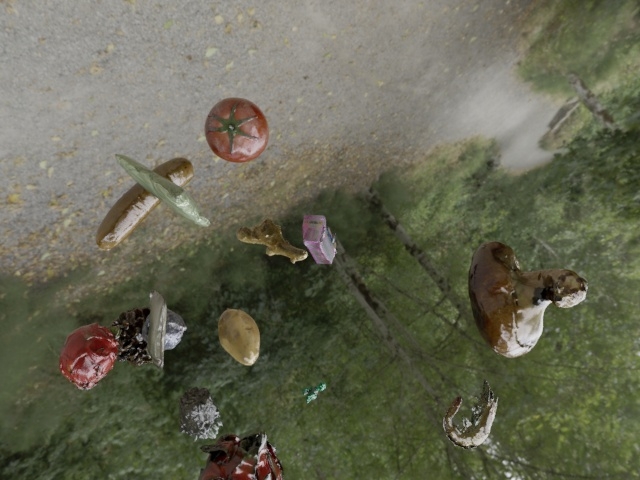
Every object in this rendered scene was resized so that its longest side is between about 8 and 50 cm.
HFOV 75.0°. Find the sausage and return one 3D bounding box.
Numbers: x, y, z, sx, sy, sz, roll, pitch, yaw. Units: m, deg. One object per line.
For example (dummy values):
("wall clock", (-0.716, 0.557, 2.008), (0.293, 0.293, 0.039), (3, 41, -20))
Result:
("sausage", (-0.726, -0.167, 1.706), (0.501, 0.123, 0.136), (-48, 136, -16))

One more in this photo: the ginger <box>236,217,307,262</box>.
("ginger", (-0.205, 0.001, 1.816), (0.148, 0.333, 0.081), (-59, 170, -5))

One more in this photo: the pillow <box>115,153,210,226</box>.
("pillow", (-0.518, -0.168, 1.404), (0.076, 0.280, 0.274), (-54, 165, -11))

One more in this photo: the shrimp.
("shrimp", (0.506, 0.593, 1.426), (0.058, 0.173, 0.253), (-62, 159, -82))

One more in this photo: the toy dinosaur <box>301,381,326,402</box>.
("toy dinosaur", (-0.023, 0.635, 1.750), (0.096, 0.059, 0.132), (-14, 146, -22))

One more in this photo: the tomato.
("tomato", (-0.343, -0.452, 1.728), (0.265, 0.265, 0.265), (-36, 168, -9))

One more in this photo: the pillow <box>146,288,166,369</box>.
("pillow", (-0.486, 0.259, 1.233), (0.038, 0.130, 0.233), (-1, 106, -38))

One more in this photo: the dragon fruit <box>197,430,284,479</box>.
("dragon fruit", (-0.181, 0.551, 0.969), (0.193, 0.192, 0.274), (23, 93, -55))

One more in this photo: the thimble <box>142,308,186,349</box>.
("thimble", (-0.599, 0.339, 1.598), (0.150, 0.150, 0.098), (-39, 142, 2))

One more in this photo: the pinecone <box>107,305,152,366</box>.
("pinecone", (-0.765, 0.398, 1.727), (0.243, 0.243, 0.257), (-43, 166, 22))

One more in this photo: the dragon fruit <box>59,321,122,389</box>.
("dragon fruit", (-0.733, 0.359, 1.325), (0.172, 0.172, 0.210), (124, -19, -56))

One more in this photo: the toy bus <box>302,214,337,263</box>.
("toy bus", (-0.001, 0.000, 1.607), (0.090, 0.112, 0.274), (3, 158, 14))

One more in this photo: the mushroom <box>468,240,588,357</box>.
("mushroom", (0.474, 0.147, 1.004), (0.267, 0.254, 0.267), (-30, 130, -44))

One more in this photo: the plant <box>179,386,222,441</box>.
("plant", (-0.449, 0.653, 1.546), (0.129, 0.195, 0.132), (-3, -160, 22))

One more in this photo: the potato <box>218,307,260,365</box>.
("potato", (-0.315, 0.375, 1.654), (0.161, 0.234, 0.128), (-55, 153, -1))
